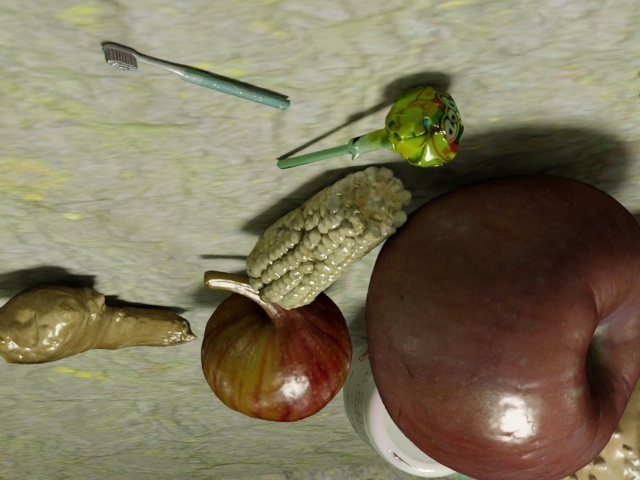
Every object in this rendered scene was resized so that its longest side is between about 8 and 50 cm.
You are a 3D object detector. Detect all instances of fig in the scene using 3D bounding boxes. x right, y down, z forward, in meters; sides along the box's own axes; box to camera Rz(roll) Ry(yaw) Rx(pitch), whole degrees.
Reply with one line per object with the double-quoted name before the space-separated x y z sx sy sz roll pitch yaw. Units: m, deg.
"fig" -0.046 0.106 1.307 0.175 0.175 0.207 -3 141 -10

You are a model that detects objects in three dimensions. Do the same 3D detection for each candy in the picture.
"candy" 0.033 -0.077 0.940 0.058 0.062 0.194 8 166 -44

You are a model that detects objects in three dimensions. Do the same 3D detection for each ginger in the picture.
"ginger" -0.251 0.093 1.311 0.131 0.086 0.294 -29 161 30

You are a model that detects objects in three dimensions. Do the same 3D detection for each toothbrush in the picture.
"toothbrush" -0.085 -0.114 0.836 0.167 0.014 0.011 11 146 -42

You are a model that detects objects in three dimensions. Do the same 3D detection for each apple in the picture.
"apple" 0.173 0.077 1.092 0.235 0.306 0.305 17 177 34

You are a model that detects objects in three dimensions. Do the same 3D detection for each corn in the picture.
"corn" 0.000 0.000 1.098 0.087 0.087 0.211 4 157 -28

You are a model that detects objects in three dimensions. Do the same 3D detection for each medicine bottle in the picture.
"medicine bottle" 0.118 0.208 1.545 0.170 0.170 0.293 -3 -179 -9

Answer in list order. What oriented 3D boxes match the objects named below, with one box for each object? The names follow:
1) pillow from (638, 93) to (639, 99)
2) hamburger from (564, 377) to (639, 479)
"pillow" 0.350 -0.138 0.851 0.128 0.051 0.229 10 155 -23
"hamburger" 0.434 0.126 1.279 0.445 0.268 0.287 -27 145 -53
